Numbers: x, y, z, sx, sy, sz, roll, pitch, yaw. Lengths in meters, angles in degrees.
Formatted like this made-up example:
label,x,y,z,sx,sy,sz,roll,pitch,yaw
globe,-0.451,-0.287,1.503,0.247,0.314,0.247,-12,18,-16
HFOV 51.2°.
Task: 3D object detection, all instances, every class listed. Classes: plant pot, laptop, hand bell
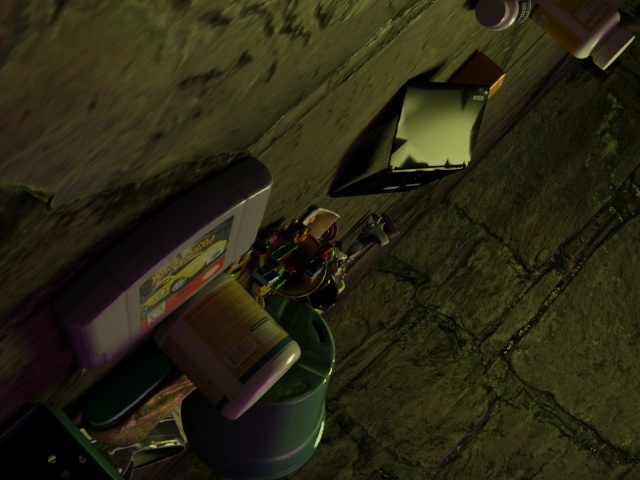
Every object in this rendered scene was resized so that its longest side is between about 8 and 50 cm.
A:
label,x,y,z,sx,sy,sz,roll,pitch,yaw
plant pot,-0.380,0.344,0.944,0.165,0.165,0.234,-43,177,-16
plant pot,-0.125,0.301,1.444,0.341,0.341,0.334,-40,160,-34
laptop,0.169,-0.186,1.279,0.234,0.136,0.264,-7,171,-39
hand bell,-0.081,0.064,1.294,0.126,0.126,0.242,-42,-178,-20

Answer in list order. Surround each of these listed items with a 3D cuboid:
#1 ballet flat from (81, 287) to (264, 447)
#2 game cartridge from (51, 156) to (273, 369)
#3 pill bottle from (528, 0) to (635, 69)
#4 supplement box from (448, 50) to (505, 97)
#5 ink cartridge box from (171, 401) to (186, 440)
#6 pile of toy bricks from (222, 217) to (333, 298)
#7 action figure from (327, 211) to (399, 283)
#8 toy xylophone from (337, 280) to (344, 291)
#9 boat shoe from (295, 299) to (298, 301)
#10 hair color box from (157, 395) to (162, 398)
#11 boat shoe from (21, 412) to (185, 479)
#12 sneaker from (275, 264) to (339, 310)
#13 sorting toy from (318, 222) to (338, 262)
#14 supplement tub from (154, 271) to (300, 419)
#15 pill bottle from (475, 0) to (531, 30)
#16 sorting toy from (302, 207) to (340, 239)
label,x,y,z,sx,sy,sz,roll,pitch,yaw
ballet flat,-0.231,0.214,1.117,0.349,0.123,0.123,-38,168,-20
game cartridge,-0.178,0.025,0.801,0.294,0.060,0.196,-41,165,-27
pill bottle,0.541,-0.456,1.388,0.117,0.208,0.117,-44,170,-10
supplement box,0.278,-0.280,1.400,0.233,0.080,0.078,-48,171,5
ink cartridge box,-0.358,0.472,1.755,0.143,0.092,0.090,-38,167,-41
pile of toy bricks,-0.077,0.052,1.115,0.212,0.118,0.105,-33,157,-51
action figure,0.079,0.039,1.842,0.285,0.099,0.185,-40,177,-12
toy xylophone,-0.049,0.200,1.977,0.236,0.081,0.323,-49,170,18
boat shoe,-0.059,0.121,1.672,0.064,0.060,0.178,-36,166,-46
hair color box,-0.290,0.253,1.254,0.167,0.053,0.093,-50,170,31
boat shoe,-0.368,0.382,1.163,0.301,0.102,0.108,-4,141,-53
sneaker,-0.030,0.103,1.461,0.102,0.146,0.293,-44,170,-15
sorting toy,0.000,0.000,1.430,0.042,0.061,0.101,-8,115,-53
supplement tub,-0.142,0.136,0.948,0.144,0.199,0.144,-44,172,-7
pill bottle,0.297,-0.380,1.092,0.120,0.067,0.067,-34,165,-52
sorting toy,-0.012,-0.037,1.287,0.083,0.045,0.075,-46,163,1
